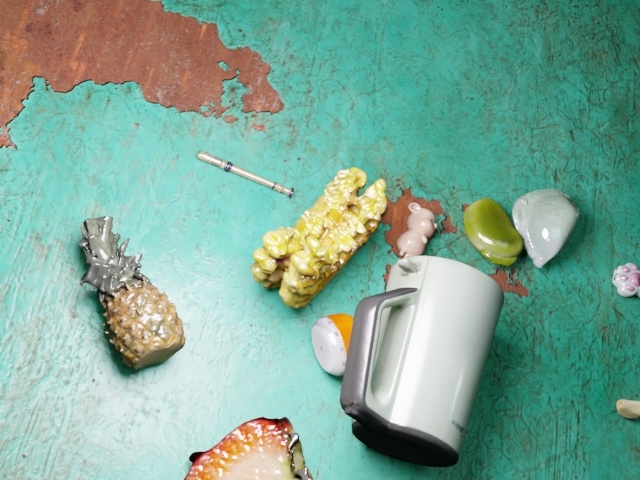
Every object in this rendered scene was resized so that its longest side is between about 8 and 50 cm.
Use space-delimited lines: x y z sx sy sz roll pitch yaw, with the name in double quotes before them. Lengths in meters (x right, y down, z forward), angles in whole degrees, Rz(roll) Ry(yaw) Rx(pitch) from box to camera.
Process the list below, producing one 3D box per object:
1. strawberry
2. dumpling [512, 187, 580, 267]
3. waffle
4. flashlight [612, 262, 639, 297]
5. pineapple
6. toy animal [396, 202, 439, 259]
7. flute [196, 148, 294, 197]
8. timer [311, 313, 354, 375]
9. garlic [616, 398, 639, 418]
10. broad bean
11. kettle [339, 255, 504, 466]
"strawberry" -0.153 0.479 1.590 0.306 0.137 0.233 -27 56 -2
"dumpling" 0.543 -0.037 2.070 0.149 0.105 0.216 19 65 22
"waffle" 0.000 0.000 1.765 0.151 0.261 0.324 43 57 11
"flashlight" 0.826 0.127 2.118 0.200 0.047 0.093 28 60 -5
"pineapple" -0.384 0.095 1.652 0.170 0.141 0.310 1 56 -60
"toy animal" 0.220 -0.018 1.952 0.089 0.083 0.150 26 62 -4
"flute" -0.169 -0.151 1.907 0.233 0.027 0.027 22 61 -9
"timer" 0.053 0.216 1.783 0.136 0.099 0.136 9 71 -29
"garlic" 0.718 0.389 1.958 0.083 0.053 0.041 15 61 -19
"broad bean" 0.412 -0.016 2.025 0.124 0.082 0.174 -27 68 -28
"kettle" 0.188 0.226 1.704 0.361 0.250 0.376 45 55 -42
